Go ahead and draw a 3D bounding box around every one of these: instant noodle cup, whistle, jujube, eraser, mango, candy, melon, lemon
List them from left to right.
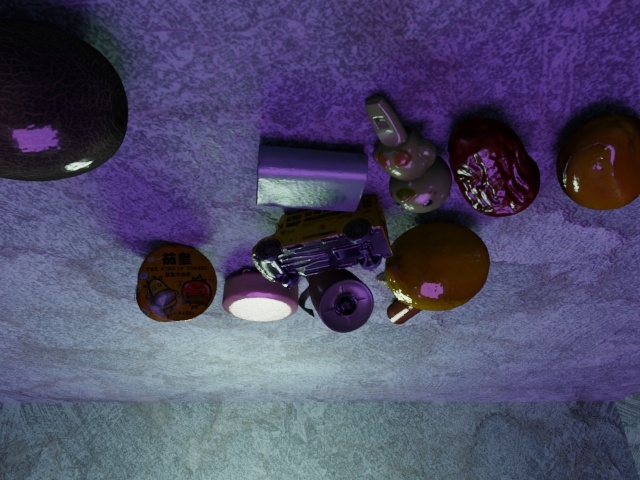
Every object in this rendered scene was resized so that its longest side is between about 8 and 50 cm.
[{"bbox_3d":[-0.458,-0.211,0.743,0.302,0.237,0.237,3,149,-4],"label":"melon"},{"bbox_3d":[-0.421,0.136,1.375,0.216,0.215,0.172,15,154,-26],"label":"instant noodle cup"},{"bbox_3d":[-0.192,0.177,1.543,0.255,0.094,0.255,0,150,0],"label":"candy"},{"bbox_3d":[-0.023,-0.130,1.049,0.227,0.081,0.174,2,150,-8],"label":"eraser"},{"bbox_3d":[0.168,-0.149,0.971,0.141,0.141,0.294,-22,142,31],"label":"whistle"},{"bbox_3d":[0.296,0.065,1.243,0.263,0.235,0.236,4,150,5],"label":"lemon"},{"bbox_3d":[0.345,-0.147,0.976,0.155,0.155,0.230,-18,135,26],"label":"jujube"},{"bbox_3d":[0.566,-0.154,0.978,0.166,0.136,0.236,-8,144,17],"label":"mango"}]

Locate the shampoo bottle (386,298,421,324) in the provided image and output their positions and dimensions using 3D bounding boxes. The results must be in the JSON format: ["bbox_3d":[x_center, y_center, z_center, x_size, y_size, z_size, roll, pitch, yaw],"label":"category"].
[{"bbox_3d":[0.313,0.202,1.618,0.085,0.085,0.244,12,145,-22],"label":"shampoo bottle"}]

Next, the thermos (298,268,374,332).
[{"bbox_3d":[0.022,0.141,1.335,0.176,0.265,0.146,-45,112,-2],"label":"thermos"}]

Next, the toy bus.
[{"bbox_3d":[0.000,0.000,1.200,0.330,0.152,0.144,-12,142,14],"label":"toy bus"}]

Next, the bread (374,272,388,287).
[{"bbox_3d":[0.241,0.140,1.488,0.077,0.105,0.152,26,139,-28],"label":"bread"}]
